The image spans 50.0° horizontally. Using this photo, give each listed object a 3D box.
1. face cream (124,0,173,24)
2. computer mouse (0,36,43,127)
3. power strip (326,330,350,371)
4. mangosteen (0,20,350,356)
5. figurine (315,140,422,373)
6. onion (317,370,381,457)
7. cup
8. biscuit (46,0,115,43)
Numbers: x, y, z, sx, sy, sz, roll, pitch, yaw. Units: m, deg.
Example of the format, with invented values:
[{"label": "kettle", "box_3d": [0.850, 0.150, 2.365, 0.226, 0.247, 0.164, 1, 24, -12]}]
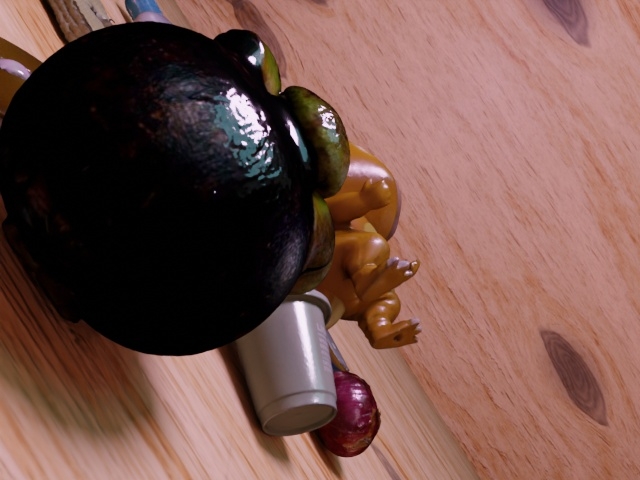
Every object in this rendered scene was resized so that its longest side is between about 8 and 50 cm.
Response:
[{"label": "face cream", "box_3d": [-0.298, -0.362, 1.343, 0.336, 0.080, 0.163, 60, 6, 25]}, {"label": "computer mouse", "box_3d": [-0.212, -0.082, 0.583, 0.245, 0.056, 0.126, 49, 9, -50]}, {"label": "power strip", "box_3d": [-0.007, 0.155, 1.240, 0.252, 0.027, 0.060, 60, 5, 32]}, {"label": "mangosteen", "box_3d": [-0.092, -0.038, 0.469, 0.243, 0.243, 0.243, 57, 5, -8]}, {"label": "figurine", "box_3d": [-0.007, -0.025, 1.032, 0.401, 0.268, 0.387, 46, 14, -45]}, {"label": "onion", "box_3d": [0.028, 0.216, 0.862, 0.107, 0.097, 0.107, 175, -90, -80]}, {"label": "cup", "box_3d": [-0.034, 0.125, 0.719, 0.120, 0.120, 0.141, 50, 18, -56]}, {"label": "biscuit", "box_3d": [-0.314, -0.292, 0.933, 0.250, 0.046, 0.147, 58, 4, 19]}]
